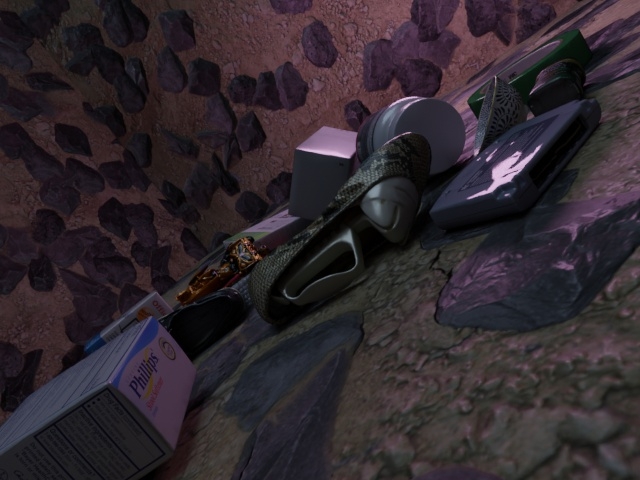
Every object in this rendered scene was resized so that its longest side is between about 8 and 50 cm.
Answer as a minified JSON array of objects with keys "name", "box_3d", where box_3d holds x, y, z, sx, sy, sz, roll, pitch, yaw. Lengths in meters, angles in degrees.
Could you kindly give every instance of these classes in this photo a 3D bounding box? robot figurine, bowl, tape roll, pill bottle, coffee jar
[{"name":"robot figurine","box_3d":[-0.260,0.113,1.327,0.291,0.085,0.211,-44,53,1]},{"name":"bowl","box_3d":[0.379,-0.249,0.989,0.170,0.080,0.170,12,-90,-81]},{"name":"tape roll","box_3d":[0.568,-0.448,1.312,0.321,0.077,0.321,-36,11,8]},{"name":"pill bottle","box_3d":[0.224,-0.258,1.238,0.210,0.210,0.363,-37,12,-1]},{"name":"coffee jar","box_3d":[0.496,-0.320,0.991,0.096,0.079,0.184,-27,14,40]}]

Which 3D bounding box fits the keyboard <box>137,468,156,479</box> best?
[{"name":"keyboard","box_3d":[-0.314,0.374,0.738,0.201,0.033,0.317,-32,14,9]}]

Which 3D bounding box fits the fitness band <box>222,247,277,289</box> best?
[{"name":"fitness band","box_3d":[-0.192,0.098,1.485,0.290,0.054,0.209,-25,13,42]}]

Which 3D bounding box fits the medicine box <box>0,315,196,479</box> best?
[{"name":"medicine box","box_3d":[-0.373,0.295,0.767,0.289,0.149,0.263,-33,13,0]}]

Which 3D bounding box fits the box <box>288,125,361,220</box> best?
[{"name":"box","box_3d":[0.034,-0.219,1.530,0.345,0.168,0.215,-58,-21,-63]}]

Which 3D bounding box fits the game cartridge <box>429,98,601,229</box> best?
[{"name":"game cartridge","box_3d":[0.321,-0.125,0.803,0.294,0.060,0.196,-42,16,-26]}]

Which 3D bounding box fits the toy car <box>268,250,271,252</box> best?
[{"name":"toy car","box_3d":[-0.190,0.019,1.781,0.239,0.053,0.225,-41,12,-22]}]

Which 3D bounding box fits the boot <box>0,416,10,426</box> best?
[{"name":"boot","box_3d":[-0.642,0.472,1.120,0.367,0.146,0.445,-44,17,-25]}]

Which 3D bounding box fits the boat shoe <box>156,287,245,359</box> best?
[{"name":"boat shoe","box_3d":[-0.341,0.233,1.176,0.340,0.127,0.113,-28,0,-7]}]

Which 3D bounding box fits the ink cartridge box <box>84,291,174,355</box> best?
[{"name":"ink cartridge box","box_3d":[-0.508,0.280,1.344,0.232,0.171,0.168,-42,11,-21]}]

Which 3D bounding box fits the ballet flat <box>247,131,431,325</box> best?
[{"name":"ballet flat","box_3d":[0.060,-0.003,0.925,0.483,0.164,0.182,-41,32,6]}]

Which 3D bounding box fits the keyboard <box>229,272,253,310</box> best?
[{"name":"keyboard","box_3d":[-0.258,0.185,1.253,0.256,0.072,0.014,-37,6,0]}]

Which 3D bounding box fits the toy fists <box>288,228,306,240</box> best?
[{"name":"toy fists","box_3d":[0.000,0.000,1.176,0.279,0.096,0.142,-33,2,28]}]

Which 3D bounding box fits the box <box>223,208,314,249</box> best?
[{"name":"box","box_3d":[-0.142,-0.040,1.608,0.322,0.059,0.232,-28,16,-31]}]
